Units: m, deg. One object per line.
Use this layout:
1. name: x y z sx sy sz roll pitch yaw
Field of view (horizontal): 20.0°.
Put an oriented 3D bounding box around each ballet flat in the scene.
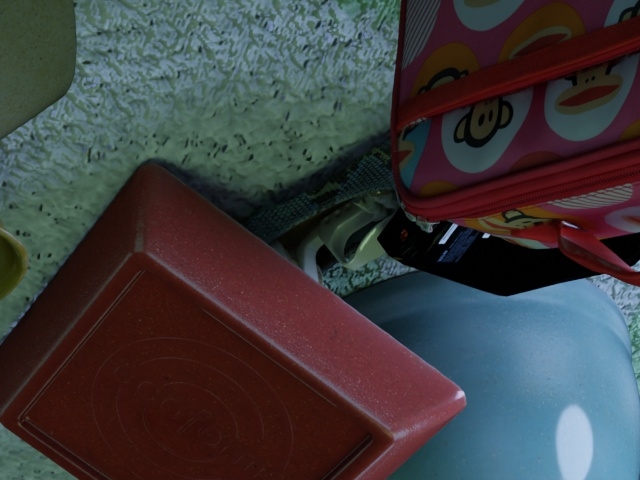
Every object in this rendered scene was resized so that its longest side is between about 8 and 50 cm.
1. ballet flat: 0.000 0.000 1.164 0.188 0.070 0.070 -35 137 27

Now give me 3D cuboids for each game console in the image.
1. game console: 0.200 -0.098 1.090 0.213 0.044 0.361 3 134 -43

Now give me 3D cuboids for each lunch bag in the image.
1. lunch bag: 0.158 -0.101 0.863 0.120 0.258 0.293 18 160 -33

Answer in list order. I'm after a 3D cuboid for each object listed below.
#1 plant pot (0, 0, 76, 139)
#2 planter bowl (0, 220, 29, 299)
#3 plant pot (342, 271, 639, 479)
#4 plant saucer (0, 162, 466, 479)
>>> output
1. plant pot: -0.265 -0.098 0.846 0.274 0.256 0.256 -17 146 -23
2. planter bowl: -0.280 -0.013 1.027 0.217 0.090 0.217 -11 160 -4
3. plant pot: 0.108 0.181 1.321 0.293 0.196 0.293 -7 142 -6
4. plant saucer: -0.079 0.111 1.195 0.258 0.047 0.259 37 127 -8
